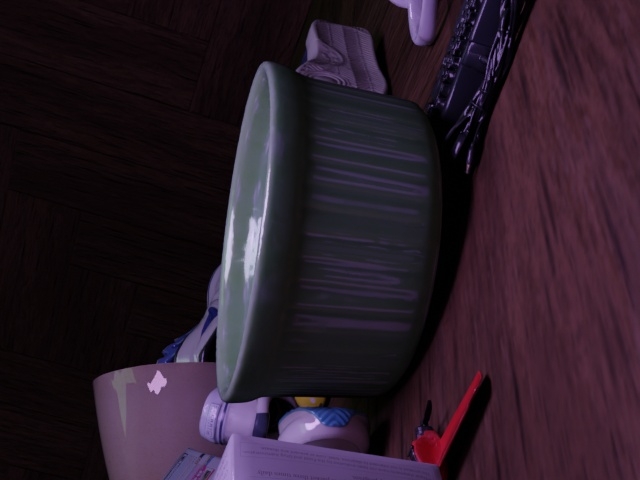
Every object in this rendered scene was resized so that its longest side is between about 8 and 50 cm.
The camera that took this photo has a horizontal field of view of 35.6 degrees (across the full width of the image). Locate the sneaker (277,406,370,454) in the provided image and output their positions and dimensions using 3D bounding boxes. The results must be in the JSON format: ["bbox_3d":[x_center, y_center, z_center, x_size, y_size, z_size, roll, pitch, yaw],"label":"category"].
[{"bbox_3d":[-0.006,0.228,0.891,0.229,0.087,0.092,106,167,-46],"label":"sneaker"}]

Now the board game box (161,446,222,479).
[{"bbox_3d":[-0.157,0.361,1.148,0.224,0.097,0.303,-53,10,-17],"label":"board game box"}]

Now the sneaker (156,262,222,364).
[{"bbox_3d":[-0.141,0.147,1.751,0.182,0.127,0.315,-16,34,47],"label":"sneaker"}]

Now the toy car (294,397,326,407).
[{"bbox_3d":[0.003,0.064,1.188,0.239,0.053,0.225,-99,26,-69],"label":"toy car"}]

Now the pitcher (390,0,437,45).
[{"bbox_3d":[0.114,-0.330,1.076,0.207,0.125,0.178,101,160,-65],"label":"pitcher"}]

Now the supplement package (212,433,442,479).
[{"bbox_3d":[0.002,0.244,0.519,0.244,0.133,0.139,-100,26,-53],"label":"supplement package"}]

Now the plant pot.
[{"bbox_3d":[-0.196,0.336,1.435,0.256,0.256,0.274,126,141,-65],"label":"plant pot"}]

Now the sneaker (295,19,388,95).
[{"bbox_3d":[0.017,-0.178,1.364,0.350,0.131,0.148,-78,1,-60],"label":"sneaker"}]

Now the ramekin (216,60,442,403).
[{"bbox_3d":[0.000,0.000,0.896,0.303,0.148,0.304,-173,90,-79],"label":"ramekin"}]

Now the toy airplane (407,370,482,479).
[{"bbox_3d":[0.074,0.163,0.656,0.151,0.028,0.151,-165,90,-82],"label":"toy airplane"}]

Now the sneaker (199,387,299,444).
[{"bbox_3d":[-0.072,0.218,1.279,0.258,0.091,0.094,-22,-54,-75],"label":"sneaker"}]

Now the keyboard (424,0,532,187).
[{"bbox_3d":[0.134,-0.166,0.884,0.201,0.033,0.317,-104,30,-72],"label":"keyboard"}]
